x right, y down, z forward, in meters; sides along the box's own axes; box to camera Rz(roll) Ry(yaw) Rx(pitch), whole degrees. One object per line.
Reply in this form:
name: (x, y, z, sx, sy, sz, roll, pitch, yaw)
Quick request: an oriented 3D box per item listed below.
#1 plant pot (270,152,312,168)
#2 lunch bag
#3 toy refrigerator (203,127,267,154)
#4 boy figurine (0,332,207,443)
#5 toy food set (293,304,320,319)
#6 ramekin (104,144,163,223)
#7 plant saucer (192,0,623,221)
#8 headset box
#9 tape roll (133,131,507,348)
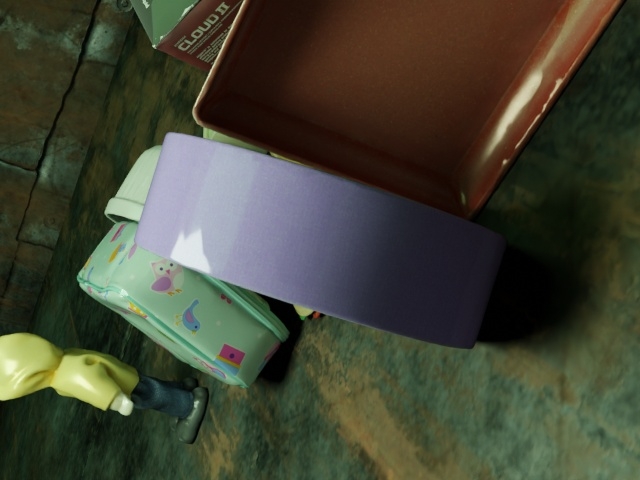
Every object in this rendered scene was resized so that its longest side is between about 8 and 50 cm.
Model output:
plant pot: (0.013, -0.106, 0.866, 0.032, 0.236, 0.236, -35, 2, -33)
lunch bag: (-0.166, 0.076, 1.113, 0.108, 0.224, 0.279, -56, 20, -12)
toy refrigerator: (-0.073, -0.231, 1.269, 0.269, 0.094, 0.102, -51, 31, 41)
boy figurine: (-0.293, 0.194, 1.226, 0.177, 0.285, 0.092, 16, 89, 63)
toy food set: (-0.008, 0.047, 1.024, 0.083, 0.020, 0.083, -63, 26, 21)
ramekin: (-0.167, -0.041, 1.220, 0.207, 0.207, 0.109, 3, 68, 66)
plant saucer: (0.069, -0.161, 0.700, 0.258, 0.259, 0.048, -59, 25, 28)
headset box: (-0.102, -0.273, 0.968, 0.110, 0.293, 0.218, -40, 64, 21)
tape roll: (0.000, 0.000, 0.720, 0.275, 0.274, 0.090, 17, 90, 67)
